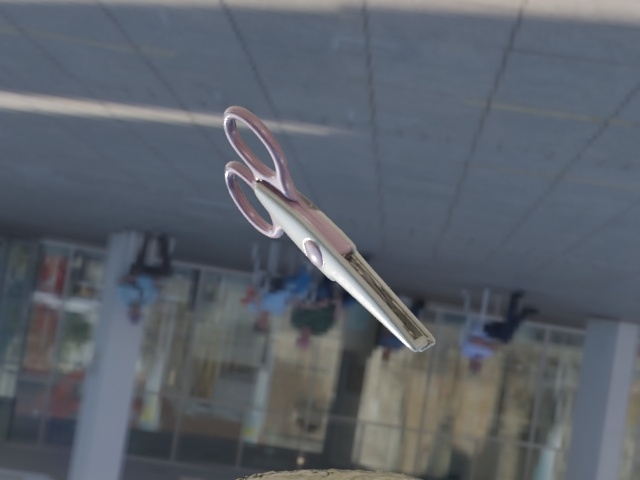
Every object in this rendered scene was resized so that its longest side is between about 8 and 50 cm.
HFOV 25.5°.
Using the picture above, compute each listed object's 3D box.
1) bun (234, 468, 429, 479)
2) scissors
[{"bbox_3d":[0.026,0.187,0.585,0.239,0.239,0.141,9,-148,10],"label":"bun"},{"bbox_3d":[0.000,0.000,0.766,0.022,0.085,0.176,-29,-122,-26],"label":"scissors"}]
